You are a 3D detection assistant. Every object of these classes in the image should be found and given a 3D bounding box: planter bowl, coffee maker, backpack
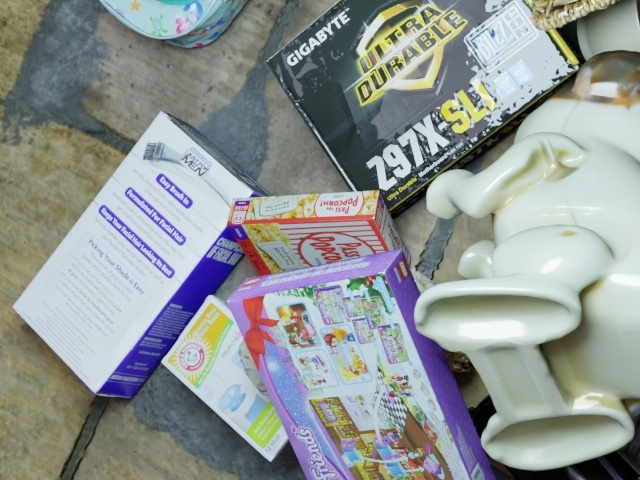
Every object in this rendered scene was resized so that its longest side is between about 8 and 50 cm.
[{"bbox_3d":[0.372,-0.250,1.573,0.109,0.162,0.162,-11,76,46],"label":"planter bowl"},{"bbox_3d":[0.256,0.248,1.524,0.171,0.120,0.178,-30,69,-19],"label":"coffee maker"},{"bbox_3d":[-0.188,-0.391,1.788,0.225,0.191,0.253,40,106,11],"label":"backpack"}]

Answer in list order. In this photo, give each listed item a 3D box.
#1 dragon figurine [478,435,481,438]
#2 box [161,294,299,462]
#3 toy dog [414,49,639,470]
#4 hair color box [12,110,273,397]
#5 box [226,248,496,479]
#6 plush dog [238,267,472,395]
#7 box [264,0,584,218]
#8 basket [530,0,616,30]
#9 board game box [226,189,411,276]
[{"bbox_3d":[0.133,0.351,1.589,0.144,0.085,0.289,35,90,24],"label":"dragon figurine"},{"bbox_3d":[-0.083,0.176,1.694,0.203,0.103,0.114,39,96,22],"label":"box"},{"bbox_3d":[0.299,-0.022,1.428,0.395,0.284,0.408,-19,37,30],"label":"toy dog"},{"bbox_3d":[-0.231,0.021,1.777,0.185,0.110,0.339,42,99,23],"label":"hair color box"},{"bbox_3d":[0.045,0.162,1.437,0.201,0.057,0.293,-11,111,31],"label":"box"},{"bbox_3d":[0.068,0.104,1.572,0.262,0.225,0.211,31,126,8],"label":"plush dog"},{"bbox_3d":[0.128,-0.216,1.657,0.322,0.079,0.257,-37,81,19],"label":"box"},{"bbox_3d":[0.358,-0.378,1.516,0.213,0.299,0.223,6,120,5],"label":"basket"},{"bbox_3d":[0.000,0.000,1.667,0.193,0.147,0.045,-3,55,21],"label":"board game box"}]
